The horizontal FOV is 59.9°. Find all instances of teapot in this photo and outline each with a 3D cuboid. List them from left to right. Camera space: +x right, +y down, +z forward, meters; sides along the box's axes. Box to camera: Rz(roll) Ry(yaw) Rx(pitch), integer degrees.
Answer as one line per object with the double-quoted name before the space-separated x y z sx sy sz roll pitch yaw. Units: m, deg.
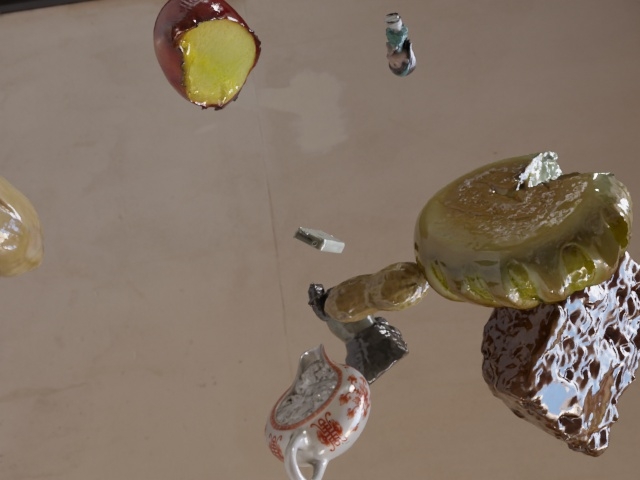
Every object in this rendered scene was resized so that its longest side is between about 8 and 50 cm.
"teapot" -0.004 0.244 0.758 0.245 0.159 0.116 -75 145 -74

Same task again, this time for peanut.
"peanut" 0.096 0.093 0.962 0.089 0.192 0.089 54 24 -37

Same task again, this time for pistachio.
"pistachio" -0.615 -0.042 0.987 0.293 0.181 0.162 51 38 -40

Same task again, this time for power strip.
"power strip" 0.000 0.000 1.358 0.035 0.081 0.192 -64 163 6

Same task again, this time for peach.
"peach" -0.318 -0.501 1.410 0.201 0.258 0.361 44 11 15

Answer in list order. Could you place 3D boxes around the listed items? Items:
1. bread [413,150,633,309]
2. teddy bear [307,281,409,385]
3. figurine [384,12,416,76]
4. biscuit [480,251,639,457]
"bread" 0.300 -0.004 0.872 0.160 0.333 0.333 59 9 -26
"teddy bear" 0.095 0.179 1.185 0.251 0.171 0.144 66 6 12
"figurine" 0.129 -0.327 0.935 0.060 0.047 0.106 48 -15 46
"biscuit" 0.506 0.189 1.132 0.342 0.395 0.166 39 -15 -30
